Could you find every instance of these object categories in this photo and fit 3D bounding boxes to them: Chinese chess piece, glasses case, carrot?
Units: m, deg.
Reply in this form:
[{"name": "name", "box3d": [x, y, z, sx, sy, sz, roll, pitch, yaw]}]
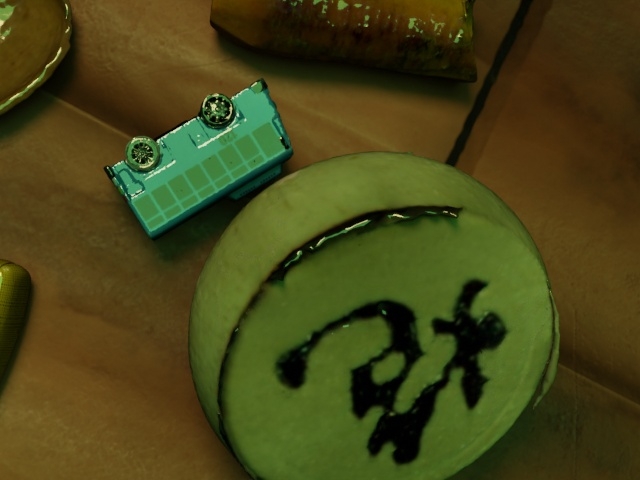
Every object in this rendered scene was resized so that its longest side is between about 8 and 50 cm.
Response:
[{"name": "Chinese chess piece", "box3d": [0.051, 0.090, 0.765, 0.349, 0.146, 0.349, -8, 118, -14]}, {"name": "glasses case", "box3d": [-0.349, 0.129, 0.785, 0.064, 0.079, 0.234, 22, 83, -2]}, {"name": "carrot", "box3d": [0.035, -0.239, 0.861, 0.301, 0.114, 0.114, 7, 86, -11]}]

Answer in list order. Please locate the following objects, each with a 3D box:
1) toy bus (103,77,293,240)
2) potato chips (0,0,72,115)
[{"name": "toy bus", "box3d": [-0.120, -0.083, 0.835, 0.184, 0.090, 0.106, -32, 94, -9]}, {"name": "potato chips", "box3d": [-0.345, -0.194, 0.816, 0.150, 0.049, 0.202, 45, 82, -2]}]
